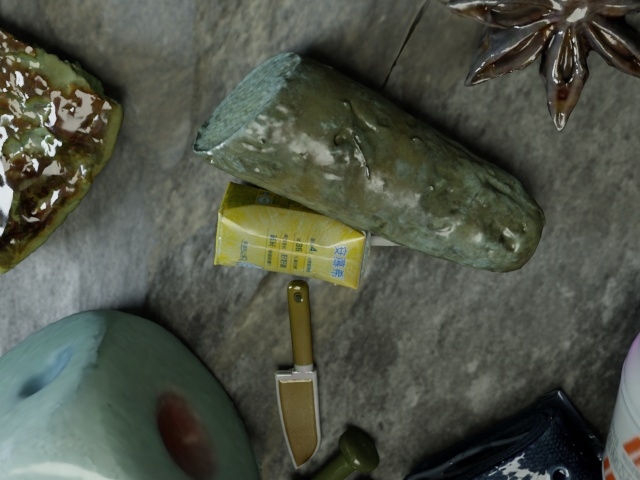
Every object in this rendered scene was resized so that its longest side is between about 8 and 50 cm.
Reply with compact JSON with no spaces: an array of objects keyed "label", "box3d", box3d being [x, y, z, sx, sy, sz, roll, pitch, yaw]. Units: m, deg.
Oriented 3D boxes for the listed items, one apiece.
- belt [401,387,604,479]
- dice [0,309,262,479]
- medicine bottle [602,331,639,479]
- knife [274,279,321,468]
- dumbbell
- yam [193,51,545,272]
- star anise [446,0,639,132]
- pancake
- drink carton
[{"label":"belt","box3d":[0.191,0.267,1.467,0.218,0.122,0.128,-29,103,26]},{"label":"dice","box3d":[-0.239,0.251,1.434,0.262,0.264,0.268,-29,113,19]},{"label":"medicine bottle","box3d":[0.393,0.232,1.353,0.241,0.241,0.302,6,127,5]},{"label":"knife","box3d":[-0.026,0.144,1.487,0.046,0.022,0.256,-3,124,0]},{"label":"dumbbell","box3d":[0.012,0.255,1.530,0.046,0.052,0.118,12,131,-47]},{"label":"yam","box3d":[0.057,-0.063,1.292,0.330,0.133,0.133,26,120,-11]},{"label":"star anise","box3d":[0.203,-0.218,1.209,0.230,0.081,0.262,-37,120,25]},{"label":"pancake","box3d":[-0.402,-0.089,1.394,0.427,0.067,0.305,-36,102,26]},{"label":"drink carton","box3d":[0.000,0.000,1.371,0.200,0.074,0.084,9,121,4]}]
